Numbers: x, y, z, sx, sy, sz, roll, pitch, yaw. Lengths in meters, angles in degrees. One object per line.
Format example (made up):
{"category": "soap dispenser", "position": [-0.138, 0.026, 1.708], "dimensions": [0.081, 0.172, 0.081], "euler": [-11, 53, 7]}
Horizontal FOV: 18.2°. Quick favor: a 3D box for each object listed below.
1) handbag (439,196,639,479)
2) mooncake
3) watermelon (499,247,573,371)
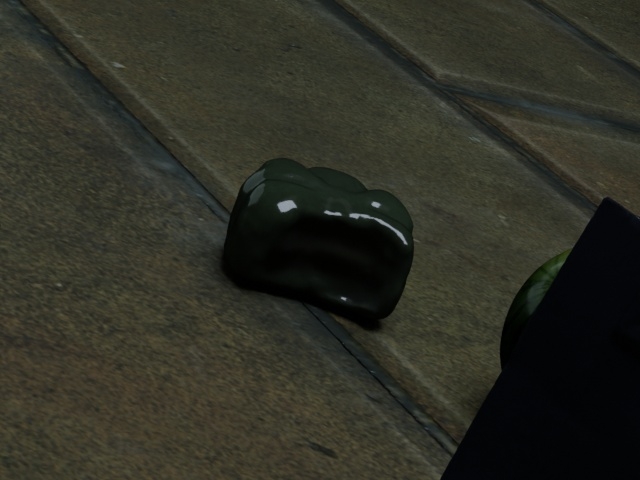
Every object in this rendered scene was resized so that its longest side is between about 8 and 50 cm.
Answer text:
{"category": "handbag", "position": [0.246, 0.166, 1.273], "dimensions": [0.303, 0.329, 0.122], "euler": [37, 20, 35]}
{"category": "mooncake", "position": [0.000, 0.000, 1.792], "dimensions": [0.175, 0.104, 0.168], "euler": [0, 35, -43]}
{"category": "watermelon", "position": [0.252, 0.103, 1.690], "dimensions": [0.215, 0.188, 0.188], "euler": [48, 3, -35]}
